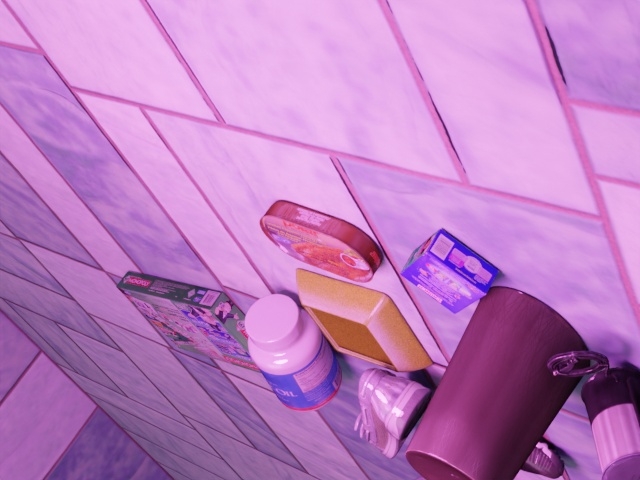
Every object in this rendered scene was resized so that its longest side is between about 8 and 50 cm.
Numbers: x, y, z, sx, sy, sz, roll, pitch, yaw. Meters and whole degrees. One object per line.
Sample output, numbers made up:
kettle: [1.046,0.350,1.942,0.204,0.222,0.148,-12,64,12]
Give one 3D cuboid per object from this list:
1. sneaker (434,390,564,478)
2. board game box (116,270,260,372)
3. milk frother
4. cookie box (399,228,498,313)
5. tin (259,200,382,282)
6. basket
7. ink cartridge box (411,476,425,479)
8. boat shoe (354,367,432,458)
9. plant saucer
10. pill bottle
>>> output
sneaker: [0.259,0.327,1.820,0.234,0.106,0.078,26,158,21]
board game box: [-0.235,0.159,2.268,0.317,0.046,0.213,9,148,47]
milk frother: [0.338,0.208,1.379,0.143,0.135,0.129,7,131,-7]
cookie box: [0.158,0.040,1.457,0.092,0.040,0.107,36,158,-3]
tin: [0.000,0.000,1.612,0.189,0.040,0.106,20,158,32]
basket: [0.217,0.207,1.469,0.154,0.227,0.204,19,154,35]
ink cartridge box: [0.272,0.587,2.100,0.223,0.129,0.308,3,103,52]
boat shoe: [0.108,0.271,1.886,0.103,0.118,0.320,33,169,11]
plant saucer: [0.057,0.133,1.792,0.188,0.045,0.188,15,151,40]
pill bottle: [-0.049,0.184,1.945,0.124,0.124,0.221,21,154,31]
